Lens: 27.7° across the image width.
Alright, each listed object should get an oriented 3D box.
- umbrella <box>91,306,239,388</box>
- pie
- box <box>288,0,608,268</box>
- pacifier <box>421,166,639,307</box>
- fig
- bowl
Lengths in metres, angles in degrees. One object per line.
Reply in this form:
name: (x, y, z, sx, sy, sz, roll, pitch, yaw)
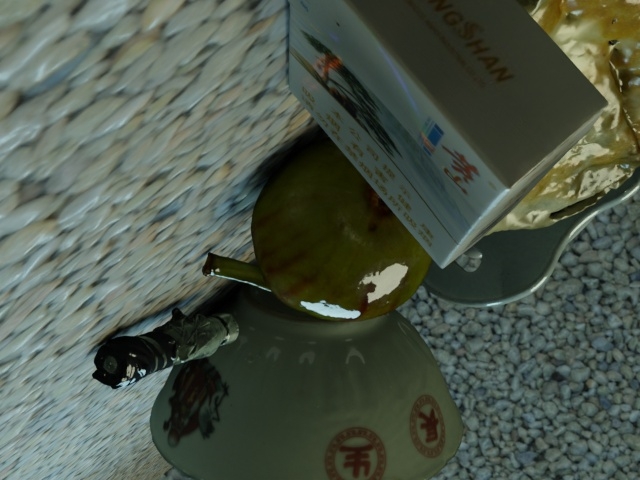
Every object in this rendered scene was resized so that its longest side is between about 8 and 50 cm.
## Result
umbrella: (-0.131, 0.088, 1.149, 0.046, 0.050, 0.188, -10, -178, 29)
pie: (0.210, -0.129, 1.034, 0.339, 0.077, 0.339, -21, 148, -14)
box: (0.053, -0.075, 0.676, 0.067, 0.149, 0.233, -42, 174, -8)
pacifier: (0.177, -0.089, 1.293, 0.299, 0.244, 0.233, -45, 142, 4)
fig: (0.006, 0.009, 1.001, 0.148, 0.142, 0.186, -8, 146, -22)
bowl: (-0.011, 0.122, 1.364, 0.337, 0.337, 0.158, -31, 130, -55)
